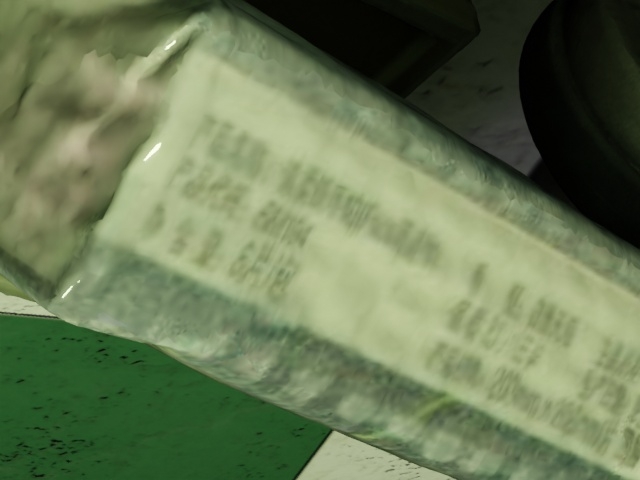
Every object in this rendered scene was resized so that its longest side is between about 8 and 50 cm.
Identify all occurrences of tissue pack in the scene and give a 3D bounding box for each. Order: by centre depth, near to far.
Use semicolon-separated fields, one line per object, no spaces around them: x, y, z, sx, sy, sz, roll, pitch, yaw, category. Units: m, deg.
0.000;0.000;0.638;0.394;0.288;0.124;28;92;-40;tissue pack

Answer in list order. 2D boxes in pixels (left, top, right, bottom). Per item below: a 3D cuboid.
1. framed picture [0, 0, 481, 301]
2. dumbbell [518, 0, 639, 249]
-0.190;-0.092;0.734;0.446;0.028;0.326;20;136;-35;framed picture
0.232;-0.125;0.651;0.185;0.185;0.388;10;141;-26;dumbbell
